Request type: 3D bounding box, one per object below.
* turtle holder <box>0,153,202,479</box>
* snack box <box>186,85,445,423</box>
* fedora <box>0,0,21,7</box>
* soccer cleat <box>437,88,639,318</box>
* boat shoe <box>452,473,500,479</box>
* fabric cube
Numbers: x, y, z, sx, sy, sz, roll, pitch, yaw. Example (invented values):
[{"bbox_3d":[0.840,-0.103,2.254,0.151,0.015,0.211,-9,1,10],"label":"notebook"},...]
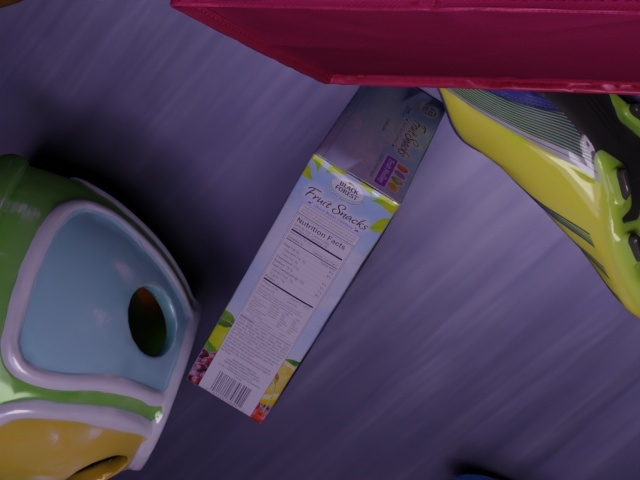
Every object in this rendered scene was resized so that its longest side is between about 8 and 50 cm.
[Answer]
[{"bbox_3d":[-0.221,0.091,0.929,0.227,0.320,0.243,22,119,-10],"label":"turtle holder"},{"bbox_3d":[0.000,0.000,0.888,0.070,0.174,0.207,30,121,1],"label":"snack box"},{"bbox_3d":[-0.274,-0.227,0.897,0.194,0.194,0.079,-17,75,25],"label":"fedora"},{"bbox_3d":[0.163,-0.064,0.870,0.289,0.093,0.121,53,148,-17],"label":"soccer cleat"},{"bbox_3d":[0.196,0.290,1.013,0.258,0.109,0.089,35,124,1],"label":"boat shoe"},{"bbox_3d":[0.094,-0.221,0.651,0.259,0.254,0.258,4,89,16],"label":"fabric cube"}]
